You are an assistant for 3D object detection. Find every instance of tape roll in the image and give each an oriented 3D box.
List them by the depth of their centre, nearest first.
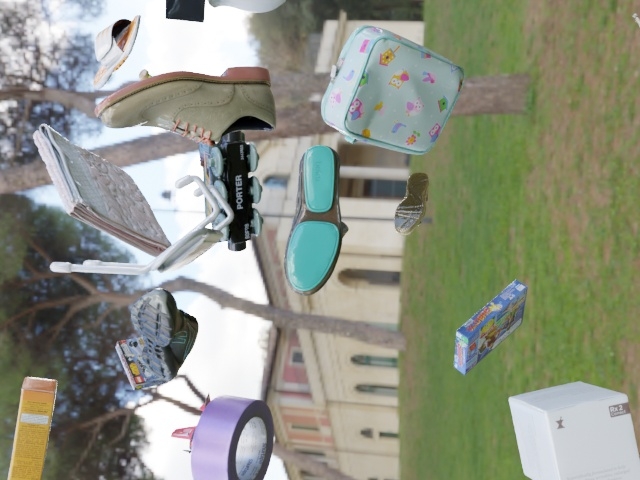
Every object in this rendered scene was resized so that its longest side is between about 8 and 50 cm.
[{"bbox_3d":[-0.164,0.391,1.605,0.189,0.080,0.189,3,-90,-67],"label":"tape roll"}]

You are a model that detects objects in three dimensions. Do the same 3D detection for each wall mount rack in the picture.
[{"bbox_3d":[-0.312,0.006,1.567,0.130,0.304,0.350,54,180,2],"label":"wall mount rack"}]

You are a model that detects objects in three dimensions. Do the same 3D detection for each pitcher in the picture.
[{"bbox_3d":[-0.202,-0.664,2.250,0.178,0.207,0.125,-139,42,-78],"label":"pitcher"}]

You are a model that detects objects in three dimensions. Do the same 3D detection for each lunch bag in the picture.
[{"bbox_3d":[0.138,-0.290,1.685,0.108,0.279,0.224,44,115,47],"label":"lunch bag"}]

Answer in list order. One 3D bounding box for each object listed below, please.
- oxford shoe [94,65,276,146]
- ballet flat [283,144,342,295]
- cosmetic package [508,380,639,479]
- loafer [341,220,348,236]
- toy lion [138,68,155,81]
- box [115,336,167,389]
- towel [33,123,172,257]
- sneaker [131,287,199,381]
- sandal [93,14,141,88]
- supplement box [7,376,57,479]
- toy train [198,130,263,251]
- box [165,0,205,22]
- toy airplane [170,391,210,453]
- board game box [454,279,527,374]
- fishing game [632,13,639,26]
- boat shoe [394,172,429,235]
[{"bbox_3d":[-0.236,-0.236,1.563,0.123,0.348,0.130,-32,74,65],"label":"oxford shoe"},{"bbox_3d":[-0.003,-0.030,1.492,0.096,0.095,0.280,79,-161,-72],"label":"ballet flat"},{"bbox_3d":[0.448,0.347,1.501,0.183,0.151,0.151,162,97,-83],"label":"cosmetic package"},{"bbox_3d":[0.000,0.000,1.870,0.056,0.148,0.050,48,139,33],"label":"loafer"},{"bbox_3d":[-0.345,-0.283,1.653,0.034,0.100,0.096,36,-95,-46],"label":"toy lion"},{"bbox_3d":[-0.444,0.304,2.111,0.137,0.094,0.027,58,137,32],"label":"box"},{"bbox_3d":[-0.515,-0.115,2.020,0.317,0.053,0.332,34,-164,-49],"label":"towel"},{"bbox_3d":[-0.292,0.162,1.618,0.106,0.101,0.267,-47,-19,-33],"label":"sneaker"},{"bbox_3d":[-0.515,-0.456,2.041,0.265,0.076,0.102,-35,40,45],"label":"sandal"},{"bbox_3d":[-0.658,0.436,1.934,0.078,0.080,0.233,-135,54,-71],"label":"supplement box"},{"bbox_3d":[-0.244,-0.141,2.242,0.190,0.142,0.334,30,126,58],"label":"toy train"},{"bbox_3d":[-0.319,-0.688,2.042,0.184,0.103,0.261,105,164,-58],"label":"box"},{"bbox_3d":[-0.274,0.420,1.935,0.028,0.151,0.151,49,-143,-35],"label":"toy airplane"},{"bbox_3d":[0.378,0.193,1.879,0.201,0.035,0.136,-35,-37,-26],"label":"board game box"},{"bbox_3d":[0.765,-0.380,1.764,0.041,0.264,0.189,-50,45,42],"label":"fishing game"},{"bbox_3d":[0.181,-0.063,1.644,0.048,0.056,0.153,71,-152,-48],"label":"boat shoe"}]
